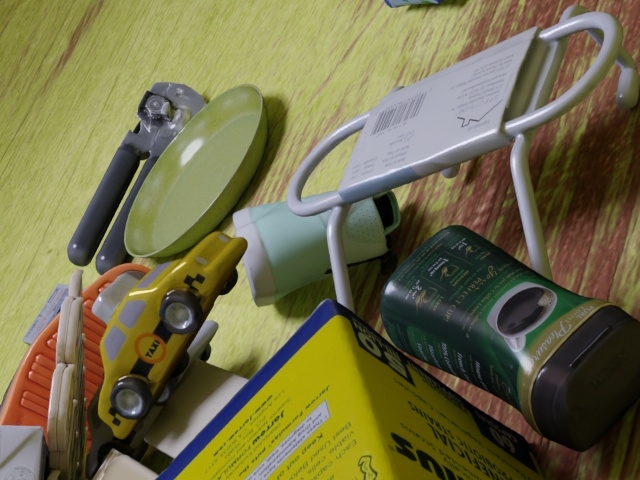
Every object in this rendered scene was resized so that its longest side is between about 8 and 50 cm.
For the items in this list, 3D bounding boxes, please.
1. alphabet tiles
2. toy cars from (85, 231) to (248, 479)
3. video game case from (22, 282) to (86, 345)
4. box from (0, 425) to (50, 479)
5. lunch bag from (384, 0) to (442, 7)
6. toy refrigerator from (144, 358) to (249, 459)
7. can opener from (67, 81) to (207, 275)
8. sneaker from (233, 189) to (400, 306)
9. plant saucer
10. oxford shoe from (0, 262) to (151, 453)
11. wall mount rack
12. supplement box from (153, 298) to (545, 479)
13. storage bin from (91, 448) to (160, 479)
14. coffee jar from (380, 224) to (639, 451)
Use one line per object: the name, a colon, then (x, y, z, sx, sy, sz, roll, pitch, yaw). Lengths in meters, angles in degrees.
alphabet tiles: (-0.230, 0.182, 1.506, 0.284, 0.021, 0.278, 99, 173, -53)
toy cars: (-0.160, 0.103, 1.458, 0.176, 0.087, 0.394, -55, -4, -24)
video game case: (-0.323, 0.095, 2.027, 0.087, 0.011, 0.122, -59, 25, -14)
box: (-0.324, 0.238, 1.472, 0.290, 0.169, 0.087, 110, 161, -70)
lunch bag: (0.124, -0.320, 1.698, 0.151, 0.096, 0.129, -43, 20, -12)
toy refrigerator: (-0.037, 0.177, 1.303, 0.094, 0.102, 0.269, -58, 25, -11)
can opener: (-0.225, -0.074, 2.035, 0.095, 0.076, 0.283, 103, -170, -64)
sneaker: (0.000, 0.000, 1.522, 0.151, 0.094, 0.256, -17, 4, -3)
plant saucer: (-0.135, -0.072, 1.885, 0.241, 0.037, 0.241, -40, 27, 25)
oxford shoe: (-0.284, 0.180, 1.714, 0.364, 0.130, 0.132, -57, 16, -12)
wall mount rack: (0.113, -0.026, 1.278, 0.350, 0.130, 0.304, -21, 36, 45)
supplement box: (0.041, 0.231, 0.981, 0.195, 0.194, 0.356, -47, 26, 14)
storage bin: (-0.140, 0.320, 1.272, 0.260, 0.123, 0.262, -58, 25, -9)
coffee jar: (0.133, 0.065, 1.104, 0.096, 0.079, 0.184, -42, 45, -19)
